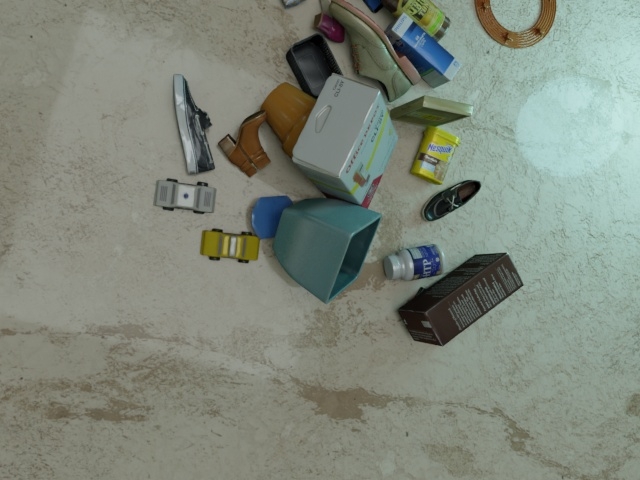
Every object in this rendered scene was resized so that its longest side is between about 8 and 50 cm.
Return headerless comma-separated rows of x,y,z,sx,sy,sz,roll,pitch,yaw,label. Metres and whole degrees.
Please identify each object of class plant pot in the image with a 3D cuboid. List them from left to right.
-0.079,-0.386,1.793,0.188,0.205,0.205,44,81,3,plant pot
0.000,0.000,1.767,0.252,0.247,0.247,27,118,17,plant pot

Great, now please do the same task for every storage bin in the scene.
-0.018,-0.558,1.850,0.122,0.084,0.180,-30,98,-12,storage bin

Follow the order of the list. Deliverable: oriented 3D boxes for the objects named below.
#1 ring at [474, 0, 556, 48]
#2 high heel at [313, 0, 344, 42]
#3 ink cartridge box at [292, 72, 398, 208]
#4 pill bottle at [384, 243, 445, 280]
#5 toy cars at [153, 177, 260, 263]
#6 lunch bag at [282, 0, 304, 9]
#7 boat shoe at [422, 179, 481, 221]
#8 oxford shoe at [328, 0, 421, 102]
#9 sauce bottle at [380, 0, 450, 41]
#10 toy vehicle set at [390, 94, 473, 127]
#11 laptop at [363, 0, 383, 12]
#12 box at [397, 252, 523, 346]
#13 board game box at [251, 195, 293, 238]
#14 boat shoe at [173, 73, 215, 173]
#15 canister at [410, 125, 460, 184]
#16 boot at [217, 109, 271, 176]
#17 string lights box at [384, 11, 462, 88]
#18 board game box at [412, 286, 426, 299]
0.712,-0.865,2.066,0.337,0.032,0.336,-1,92,-16,ring
0.056,-0.778,1.877,0.117,0.082,0.244,20,75,-38,high heel
0.088,-0.278,1.724,0.160,0.385,0.279,23,86,19,ink cartridge box
0.318,0.079,1.949,0.187,0.112,0.112,-10,94,-14,pill bottle
-0.346,-0.059,1.776,0.176,0.087,0.393,-44,102,-10,toy cars
-0.088,-0.794,1.840,0.083,0.053,0.071,-25,96,-3,lunch bag
0.457,-0.143,1.998,0.233,0.079,0.084,-32,101,-11,boat shoe
0.154,-0.611,1.850,0.397,0.140,0.146,41,103,-21,oxford shoe
0.275,-0.784,1.882,0.344,0.111,0.111,29,84,-25,sauce bottle
0.352,-0.416,1.862,0.166,0.267,0.035,7,91,-16,toy vehicle set
0.196,-0.936,1.867,0.234,0.264,0.136,-44,65,-10,laptop
0.472,0.192,1.931,0.381,0.191,0.143,-30,97,-18,box
-0.157,-0.077,1.846,0.169,0.033,0.133,-8,101,-37,board game box
-0.383,-0.357,1.747,0.102,0.108,0.301,-12,97,-14,boat shoe
0.395,-0.291,1.978,0.126,0.073,0.169,22,88,-15,canister
-0.204,-0.302,1.792,0.197,0.073,0.152,-34,111,23,boot
0.330,-0.630,1.916,0.260,0.133,0.076,36,84,-14,string lights box
0.395,0.267,2.020,0.186,0.026,0.126,35,82,-14,board game box
